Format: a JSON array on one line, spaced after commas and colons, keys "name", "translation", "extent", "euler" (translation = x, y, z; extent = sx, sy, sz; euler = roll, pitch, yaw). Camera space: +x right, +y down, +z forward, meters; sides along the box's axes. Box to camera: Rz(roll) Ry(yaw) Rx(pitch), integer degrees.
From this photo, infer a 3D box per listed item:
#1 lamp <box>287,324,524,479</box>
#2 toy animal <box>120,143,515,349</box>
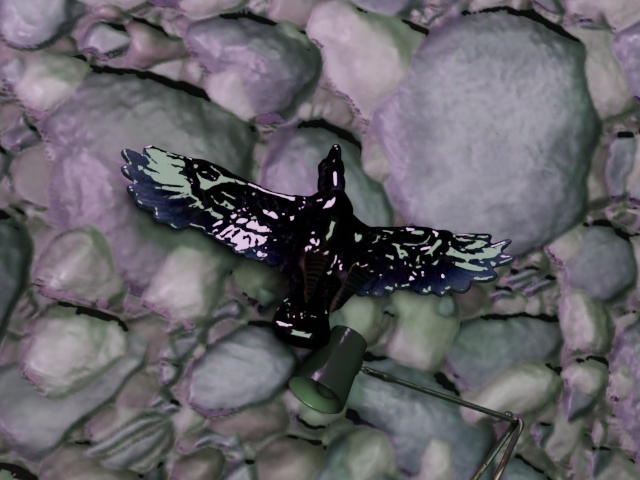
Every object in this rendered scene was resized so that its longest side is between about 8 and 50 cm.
[{"name": "lamp", "translation": [0.046, 0.085, 0.688], "extent": [0.121, 0.041, 0.054], "euler": [33, 59, -3]}, {"name": "toy animal", "translation": [0.000, 0.000, 0.684], "extent": [0.220, 0.062, 0.108], "euler": [12, 40, -12]}]
